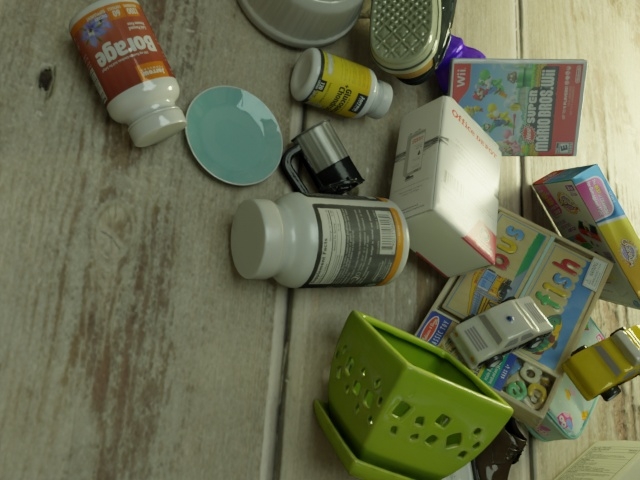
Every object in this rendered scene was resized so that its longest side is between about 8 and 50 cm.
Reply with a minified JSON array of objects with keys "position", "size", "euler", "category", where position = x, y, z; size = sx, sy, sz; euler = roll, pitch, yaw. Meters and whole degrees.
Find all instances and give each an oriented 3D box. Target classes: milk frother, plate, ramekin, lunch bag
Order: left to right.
[{"position":[-0.154,-0.183,1.286],"size":[0.188,0.024,0.188],"euler":[11,69,-29],"category":"plate"},{"position":[-0.024,-0.514,1.383],"size":[0.273,0.127,0.272],"euler":[5,76,-20],"category":"ramekin"},{"position":[0.012,-0.143,1.306],"size":[0.129,0.143,0.134],"euler":[-32,93,-31],"category":"milk frother"},{"position":[0.478,0.265,1.494],"size":[0.224,0.108,0.279],"euler":[50,56,-11],"category":"lunch bag"}]

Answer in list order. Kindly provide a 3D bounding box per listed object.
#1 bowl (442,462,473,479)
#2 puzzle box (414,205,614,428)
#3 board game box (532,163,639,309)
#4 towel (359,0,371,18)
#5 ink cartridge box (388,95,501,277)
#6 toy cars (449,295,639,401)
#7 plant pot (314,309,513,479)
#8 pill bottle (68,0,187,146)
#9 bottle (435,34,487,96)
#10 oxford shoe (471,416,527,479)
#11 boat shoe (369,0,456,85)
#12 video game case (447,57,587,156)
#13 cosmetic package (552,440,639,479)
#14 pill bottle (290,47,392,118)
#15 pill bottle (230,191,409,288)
[{"position":[0.221,0.424,1.315],"size":[0.142,0.053,0.142],"euler":[5,71,-32],"category":"bowl"},{"position":[0.377,0.129,1.427],"size":[0.272,0.052,0.409],"euler":[28,56,15],"category":"puzzle box"},{"position":[0.600,-0.008,1.580],"size":[0.064,0.242,0.316],"euler":[-31,94,-1],"category":"board game box"},{"position":[0.088,-0.601,1.557],"size":[0.187,0.049,0.282],"euler":[-9,81,-33],"category":"towel"},{"position":[0.246,-0.104,1.415],"size":[0.207,0.117,0.283],"euler":[36,50,-33],"category":"ink cartridge box"},{"position":[0.435,0.179,1.310],"size":[0.394,0.087,0.176],"euler":[14,54,4],"category":"toy cars"},{"position":[0.128,0.274,1.184],"size":[0.227,0.228,0.207],"euler":[25,98,-25],"category":"plant pot"},{"position":[-0.299,-0.265,1.160],"size":[0.121,0.121,0.216],"euler":[-26,90,-35],"category":"pill bottle"},{"position":[0.317,-0.353,1.580],"size":[0.283,0.118,0.092],"euler":[42,56,-14],"category":"bottle"},{"position":[0.335,0.397,1.363],"size":[0.083,0.096,0.227],"euler":[17,69,-47],"category":"oxford shoe"},{"position":[0.197,-0.544,1.471],"size":[0.156,0.187,0.500],"euler":[38,57,-65],"category":"boat shoe"},{"position":[0.409,-0.278,1.535],"size":[0.285,0.025,0.204],"euler":[0,108,-3],"category":"video game case"},{"position":[0.545,0.520,1.431],"size":[0.296,0.153,0.129],"euler":[-24,90,-34],"category":"cosmetic package"},{"position":[0.043,-0.293,1.396],"size":[0.184,0.103,0.103],"euler":[13,69,-28],"category":"pill bottle"},{"position":[0.000,0.000,1.243],"size":[0.278,0.162,0.162],"euler":[1,74,-31],"category":"pill bottle"}]
